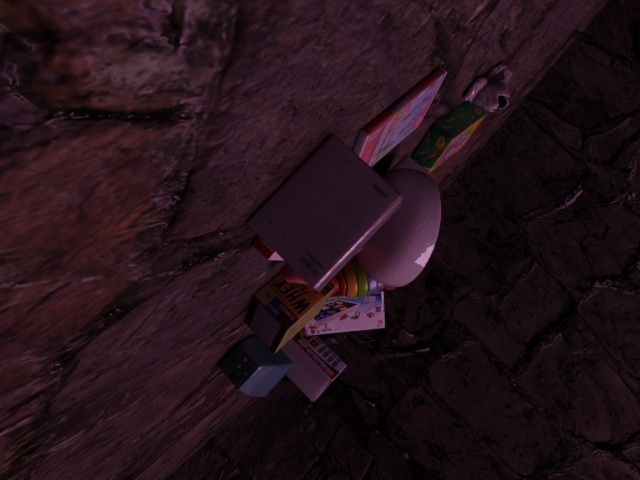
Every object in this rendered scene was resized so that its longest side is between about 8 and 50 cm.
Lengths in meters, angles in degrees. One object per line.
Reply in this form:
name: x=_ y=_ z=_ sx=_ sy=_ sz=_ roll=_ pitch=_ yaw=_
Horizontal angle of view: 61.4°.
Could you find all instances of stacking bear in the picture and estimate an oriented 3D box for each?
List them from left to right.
stacking bear: x=0.103 y=0.122 z=1.885 sx=0.288 sy=0.165 sz=0.175 roll=-11 pitch=-165 yaw=-9

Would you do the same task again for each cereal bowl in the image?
cereal bowl: x=0.185 y=-0.045 z=1.523 sx=0.339 sy=0.141 sz=0.340 roll=-168 pitch=-90 yaw=-67

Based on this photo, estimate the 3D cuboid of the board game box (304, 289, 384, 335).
board game box: x=0.084 y=0.259 z=2.010 sx=0.053 sy=0.304 sz=0.193 roll=-94 pitch=178 yaw=-53

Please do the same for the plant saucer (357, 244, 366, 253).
plant saucer: x=0.090 y=-0.051 z=1.369 sx=0.198 sy=0.036 sz=0.199 roll=-14 pitch=107 yaw=-54

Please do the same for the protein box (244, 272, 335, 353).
protein box: x=-0.093 y=0.186 z=1.561 sx=0.199 sy=0.136 sz=0.201 roll=-39 pitch=167 yaw=-31

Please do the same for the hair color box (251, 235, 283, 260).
hair color box: x=-0.076 y=-0.006 z=1.168 sx=0.093 sy=0.053 sz=0.167 roll=-49 pitch=167 yaw=7

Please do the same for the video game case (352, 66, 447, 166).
video game case: x=0.169 y=-0.262 z=1.259 sx=0.285 sy=0.025 sz=0.204 roll=-42 pitch=168 yaw=-24

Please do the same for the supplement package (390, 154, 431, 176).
supplement package: x=0.269 y=-0.172 z=1.743 sx=0.105 sy=0.105 sz=0.179 roll=-44 pitch=169 yaw=-15

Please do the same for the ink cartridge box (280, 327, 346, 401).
ink cartridge box: x=-0.062 y=0.440 z=2.121 sx=0.130 sy=0.309 sz=0.272 roll=-49 pitch=170 yaw=13

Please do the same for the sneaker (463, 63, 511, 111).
sneaker: x=0.562 y=-0.476 z=1.728 sx=0.262 sy=0.121 sz=0.099 roll=-38 pitch=167 yaw=-38

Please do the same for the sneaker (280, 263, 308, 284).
sneaker: x=0.000 y=0.000 z=1.420 sx=0.136 sy=0.116 sz=0.314 roll=-11 pitch=-152 yaw=43

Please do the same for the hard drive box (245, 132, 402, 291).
hard drive box: x=0.009 y=-0.049 z=1.007 sx=0.232 sy=0.181 sz=0.089 roll=-45 pitch=169 yaw=-3

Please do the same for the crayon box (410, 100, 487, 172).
crayon box: x=0.423 y=-0.343 z=1.778 sx=0.278 sy=0.081 sz=0.165 roll=-36 pitch=165 yaw=-42

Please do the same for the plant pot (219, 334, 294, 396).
plant pot: x=-0.233 y=0.430 z=1.846 sx=0.165 sy=0.165 sz=0.234 roll=-47 pitch=162 yaw=3
